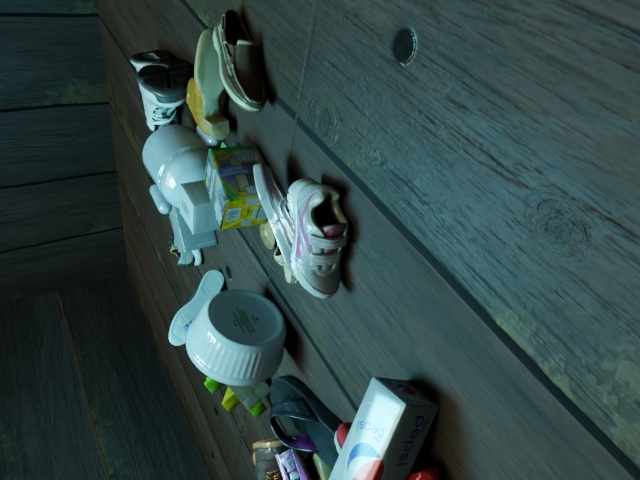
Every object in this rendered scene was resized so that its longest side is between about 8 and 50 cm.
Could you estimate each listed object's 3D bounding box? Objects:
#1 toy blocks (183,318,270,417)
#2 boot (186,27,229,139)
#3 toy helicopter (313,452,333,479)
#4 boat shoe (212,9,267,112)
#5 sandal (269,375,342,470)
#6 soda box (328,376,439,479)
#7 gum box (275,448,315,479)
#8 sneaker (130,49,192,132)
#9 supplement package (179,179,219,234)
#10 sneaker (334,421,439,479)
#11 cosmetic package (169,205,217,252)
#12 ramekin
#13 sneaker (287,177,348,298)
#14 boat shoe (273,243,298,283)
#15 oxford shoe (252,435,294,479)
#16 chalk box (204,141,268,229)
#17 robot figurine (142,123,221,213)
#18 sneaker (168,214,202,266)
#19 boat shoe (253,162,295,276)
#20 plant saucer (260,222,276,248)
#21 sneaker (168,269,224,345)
[{"bbox_3d":[-0.321,0.377,1.562,0.261,0.191,0.381,26,150,54],"label":"toy blocks"},{"bbox_3d":[-0.320,-0.432,1.292,0.211,0.104,0.294,41,138,47],"label":"boot"},{"bbox_3d":[0.055,0.722,1.207,0.234,0.140,0.354,97,155,-49],"label":"toy helicopter"},{"bbox_3d":[-0.183,-0.417,1.078,0.095,0.095,0.257,-46,64,50],"label":"boat shoe"},{"bbox_3d":[-0.051,0.492,1.259,0.446,0.107,0.167,12,114,58],"label":"sandal"},{"bbox_3d":[0.099,0.395,0.848,0.091,0.098,0.286,29,98,52],"label":"soda box"},{"bbox_3d":[-0.064,0.658,1.326,0.107,0.062,0.188,60,171,35],"label":"gum box"},{"bbox_3d":[-0.505,-0.460,1.574,0.447,0.169,0.257,-130,28,-49],"label":"sneaker"},{"bbox_3d":[-0.285,-0.103,1.305,0.105,0.180,0.105,51,143,36],"label":"supplement package"},{"bbox_3d":[0.137,0.427,0.951,0.279,0.108,0.118,16,99,53],"label":"sneaker"},{"bbox_3d":[-0.459,-0.082,1.668,0.107,0.127,0.237,-10,97,60],"label":"cosmetic package"},{"bbox_3d":[-0.217,0.249,1.287,0.273,0.273,0.127,50,129,36],"label":"ramekin"},{"bbox_3d":[0.000,0.000,0.949,0.111,0.103,0.252,10,112,60],"label":"sneaker"},{"bbox_3d":[-0.086,0.031,1.151,0.063,0.059,0.169,28,126,52],"label":"boat shoe"},{"bbox_3d":[-0.141,0.696,1.466,0.363,0.130,0.132,103,159,-55],"label":"oxford shoe"},{"bbox_3d":[-0.213,-0.154,1.204,0.212,0.132,0.132,68,151,26],"label":"chalk box"},{"bbox_3d":[-0.418,-0.223,1.454,0.299,0.200,0.353,-53,50,12],"label":"robot figurine"},{"bbox_3d":[-0.565,-0.011,1.901,0.271,0.108,0.100,61,149,25],"label":"sneaker"},{"bbox_3d":[-0.069,-0.055,1.052,0.096,0.088,0.267,29,-140,-83],"label":"boat shoe"},{"bbox_3d":[-0.136,-0.019,1.258,0.083,0.015,0.083,33,130,50],"label":"plant saucer"},{"bbox_3d":[-0.441,0.254,1.704,0.105,0.295,0.147,29,156,-3],"label":"sneaker"}]
